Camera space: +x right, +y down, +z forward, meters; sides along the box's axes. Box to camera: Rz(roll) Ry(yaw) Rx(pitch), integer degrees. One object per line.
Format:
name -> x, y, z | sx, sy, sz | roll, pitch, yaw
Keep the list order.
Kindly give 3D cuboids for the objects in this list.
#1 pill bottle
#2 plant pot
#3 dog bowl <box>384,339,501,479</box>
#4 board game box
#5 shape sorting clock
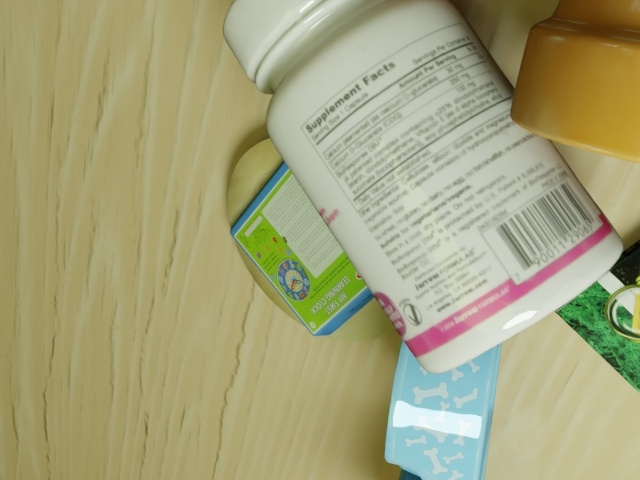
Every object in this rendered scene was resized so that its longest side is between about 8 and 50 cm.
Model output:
pill bottle -> 0.063, -0.066, 0.596 | 0.160, 0.160, 0.283 | -39, 81, 40
plant pot -> 0.222, -0.141, 0.461 | 0.205, 0.205, 0.188 | 15, 108, 24
dog bowl -> 0.106, 0.180, 0.738 | 0.074, 0.166, 0.297 | 9, 121, 14
board game box -> 0.317, 0.104, 0.642 | 0.260, 0.030, 0.136 | 44, 133, 3
shape sorting clock -> 0.000, 0.000, 0.767 | 0.206, 0.040, 0.206 | 21, 126, 32
